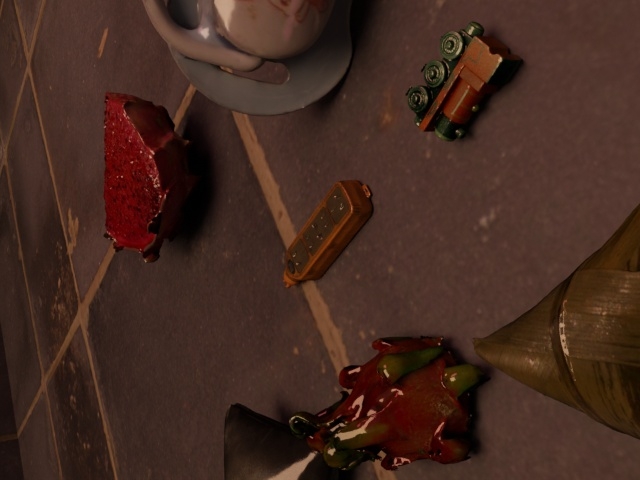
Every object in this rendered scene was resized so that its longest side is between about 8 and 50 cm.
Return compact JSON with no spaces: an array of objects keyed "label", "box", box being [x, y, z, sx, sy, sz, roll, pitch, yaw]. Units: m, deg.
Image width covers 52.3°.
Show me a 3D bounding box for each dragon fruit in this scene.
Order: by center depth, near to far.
[{"label":"dragon fruit","box":[0.063,0.165,0.608,0.138,0.175,0.142,-122,15,-48]},{"label":"dragon fruit","box":[-0.240,-0.082,0.991,0.161,0.126,0.274,38,130,34]}]

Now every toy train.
[{"label":"toy train","box":[0.120,-0.134,0.568,0.064,0.044,0.103,51,129,26]}]

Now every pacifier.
[{"label":"pacifier","box":[-0.067,-0.286,0.704,0.226,0.238,0.287,-105,26,-68]}]

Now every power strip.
[{"label":"power strip","box":[0.000,0.000,0.740,0.178,0.028,0.049,-53,52,40]}]

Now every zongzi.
[{"label":"zongzi","box":[0.205,-0.001,0.395,0.274,0.125,0.250,19,107,57]}]

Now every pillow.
[{"label":"pillow","box":[-0.047,0.327,0.748,0.186,0.106,0.249,1,93,46]}]
